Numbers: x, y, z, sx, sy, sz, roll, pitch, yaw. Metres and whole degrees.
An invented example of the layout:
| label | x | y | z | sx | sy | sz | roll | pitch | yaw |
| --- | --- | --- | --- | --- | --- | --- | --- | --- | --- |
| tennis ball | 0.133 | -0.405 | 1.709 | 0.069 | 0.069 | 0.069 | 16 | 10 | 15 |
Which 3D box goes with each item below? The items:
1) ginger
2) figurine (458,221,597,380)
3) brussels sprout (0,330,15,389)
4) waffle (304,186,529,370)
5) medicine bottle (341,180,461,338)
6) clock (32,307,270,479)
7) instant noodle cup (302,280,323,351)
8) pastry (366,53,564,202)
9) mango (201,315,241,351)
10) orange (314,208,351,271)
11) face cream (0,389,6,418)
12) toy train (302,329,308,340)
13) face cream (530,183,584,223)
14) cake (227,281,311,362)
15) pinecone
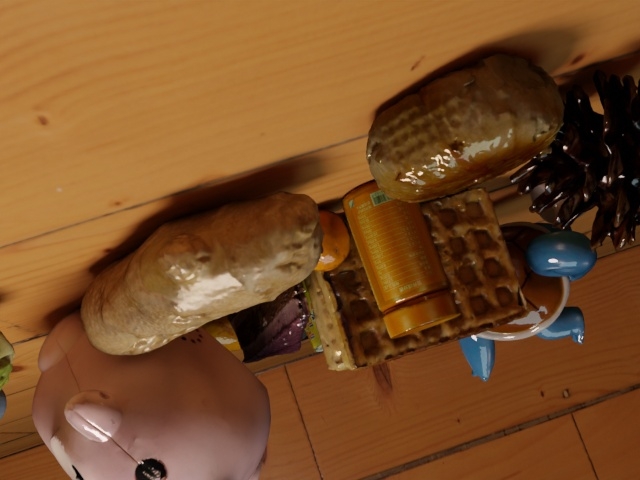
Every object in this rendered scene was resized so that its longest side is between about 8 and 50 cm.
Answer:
| label | x | y | z | sx | sy | sz | roll | pitch | yaw |
| --- | --- | --- | --- | --- | --- | --- | --- | --- | --- |
| ginger | -0.149 | 0.043 | 0.940 | 0.354 | 0.126 | 0.190 | -29 | 170 | 33 |
| figurine | 0.314 | 0.082 | 1.427 | 0.243 | 0.297 | 0.416 | 6 | 162 | -42 |
| brussels sprout | -0.441 | 0.150 | 0.936 | 0.181 | 0.144 | 0.161 | -40 | 151 | -11 |
| waffle | 0.131 | 0.054 | 1.213 | 0.308 | 0.212 | 0.091 | -15 | 172 | -24 |
| medicine bottle | 0.101 | 0.020 | 1.064 | 0.096 | 0.191 | 0.096 | -19 | 168 | -4 |
| clock | -0.218 | 0.236 | 1.152 | 0.250 | 0.368 | 0.377 | -47 | -168 | -5 |
| instant noodle cup | 0.045 | 0.094 | 1.418 | 0.205 | 0.153 | 0.205 | -19 | 169 | -4 |
| pastry | 0.143 | -0.101 | 0.820 | 0.192 | 0.093 | 0.182 | -29 | 167 | 38 |
| mango | -0.179 | 0.163 | 1.549 | 0.115 | 0.089 | 0.165 | -15 | 169 | 32 |
| orange | 0.000 | 0.000 | 1.088 | 0.084 | 0.083 | 0.083 | -18 | 168 | -4 |
| face cream | -0.633 | 0.250 | 1.244 | 0.136 | 0.086 | 0.385 | -23 | 163 | 19 |
| toy train | 0.014 | 0.137 | 1.719 | 0.086 | 0.089 | 0.409 | -17 | 169 | -19 |
| face cream | 0.393 | -0.077 | 1.331 | 0.095 | 0.091 | 0.091 | -25 | 170 | -13 |
| cake | -0.058 | 0.101 | 1.249 | 0.113 | 0.115 | 0.295 | -10 | 164 | -19 |
| pinecone | 0.304 | -0.087 | 0.915 | 0.208 | 0.207 | 0.208 | -18 | 168 | -4 |
